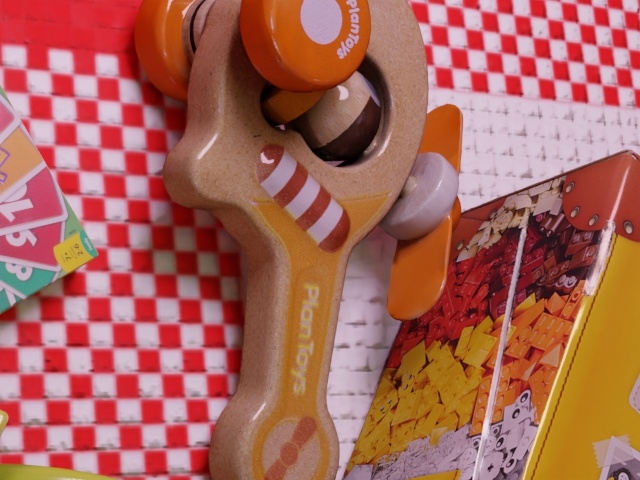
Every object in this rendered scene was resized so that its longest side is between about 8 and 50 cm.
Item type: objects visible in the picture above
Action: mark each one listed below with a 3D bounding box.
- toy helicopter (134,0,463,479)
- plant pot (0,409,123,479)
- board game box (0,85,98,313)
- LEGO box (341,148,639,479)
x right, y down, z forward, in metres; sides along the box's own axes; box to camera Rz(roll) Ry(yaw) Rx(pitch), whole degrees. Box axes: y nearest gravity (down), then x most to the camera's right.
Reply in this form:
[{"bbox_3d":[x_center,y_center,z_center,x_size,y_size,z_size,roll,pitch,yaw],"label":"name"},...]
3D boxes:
[{"bbox_3d":[0.000,0.000,1.170,0.235,0.140,0.355,12,82,-40],"label":"toy helicopter"},{"bbox_3d":[-0.172,0.218,0.923,0.207,0.227,0.228,34,61,-15],"label":"plant pot"},{"bbox_3d":[-0.257,0.016,1.032,0.259,0.039,0.124,-33,96,-32],"label":"board game box"},{"bbox_3d":[0.262,0.241,1.213,0.500,0.193,0.372,35,61,-21],"label":"LEGO box"}]
